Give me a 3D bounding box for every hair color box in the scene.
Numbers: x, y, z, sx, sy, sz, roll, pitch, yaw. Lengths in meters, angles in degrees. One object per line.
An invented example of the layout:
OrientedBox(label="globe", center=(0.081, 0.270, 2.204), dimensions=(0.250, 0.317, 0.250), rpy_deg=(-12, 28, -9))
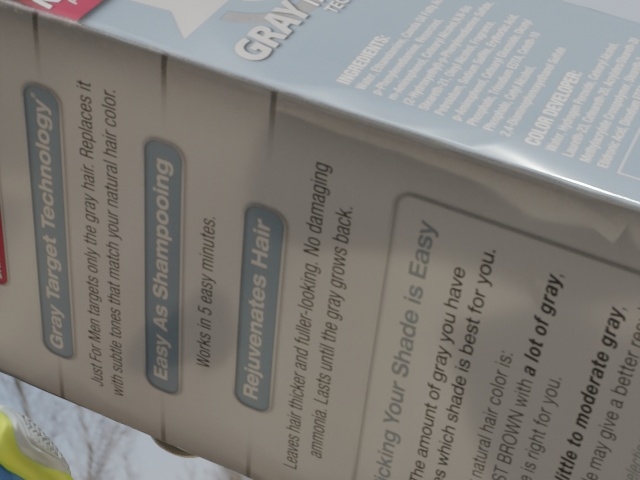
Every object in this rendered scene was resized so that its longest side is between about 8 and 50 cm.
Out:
OrientedBox(label="hair color box", center=(0.024, 0.003, 0.462), dimensions=(0.113, 0.375, 0.185), rpy_deg=(-53, -23, -46))

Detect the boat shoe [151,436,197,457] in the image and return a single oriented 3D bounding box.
OrientedBox(label="boat shoe", center=(-0.051, -0.001, 0.940), dimensions=(0.095, 0.112, 0.335), rpy_deg=(95, -161, -78))

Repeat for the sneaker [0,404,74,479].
OrientedBox(label="sneaker", center=(-0.214, 0.109, 0.593), dimensions=(0.091, 0.240, 0.126), rpy_deg=(-32, 13, 46))
